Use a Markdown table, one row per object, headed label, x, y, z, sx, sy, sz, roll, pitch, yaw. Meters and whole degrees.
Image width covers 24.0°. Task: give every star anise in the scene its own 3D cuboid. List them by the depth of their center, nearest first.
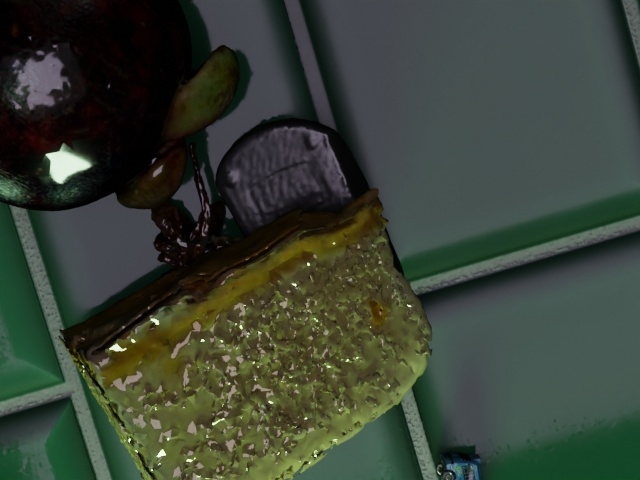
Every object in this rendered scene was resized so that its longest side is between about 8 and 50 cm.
| label | x | y | z | sx | sy | sz | roll | pitch | yaw |
| --- | --- | --- | --- | --- | --- | --- | --- | --- | --- |
| star anise | -0.127 | -0.010 | 1.534 | 0.097 | 0.070 | 0.191 | -2 | 107 | 9 |

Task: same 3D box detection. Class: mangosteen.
| label | x | y | z | sx | sy | sz | roll | pitch | yaw |
| --- | --- | --- | --- | --- | --- | --- | --- | --- | --- |
| mangosteen | -0.234 | -0.153 | 1.421 | 0.288 | 0.288 | 0.288 | 0 | 96 | 0 |

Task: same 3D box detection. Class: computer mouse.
| label | x | y | z | sx | sy | sz | roll | pitch | yaw |
| --- | --- | --- | --- | --- | --- | --- | --- | --- | --- |
| computer mouse | 0.000 | 0.000 | 1.528 | 0.137 | 0.086 | 0.270 | -25 | 99 | 11 |

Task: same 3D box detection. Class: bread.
| label | x | y | z | sx | sy | sz | roll | pitch | yaw |
| --- | --- | --- | --- | --- | --- | --- | --- | --- | --- |
| bread | -0.086 | 0.108 | 1.497 | 0.315 | 0.279 | 0.248 | -32 | 103 | -21 |

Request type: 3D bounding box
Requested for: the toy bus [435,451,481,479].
| label | x | y | z | sx | sy | sz | roll | pitch | yaw |
| --- | --- | --- | --- | --- | --- | --- | --- | --- | --- |
| toy bus | 0.149 | 0.265 | 1.585 | 0.046 | 0.038 | 0.083 | -9 | 98 | -4 |
